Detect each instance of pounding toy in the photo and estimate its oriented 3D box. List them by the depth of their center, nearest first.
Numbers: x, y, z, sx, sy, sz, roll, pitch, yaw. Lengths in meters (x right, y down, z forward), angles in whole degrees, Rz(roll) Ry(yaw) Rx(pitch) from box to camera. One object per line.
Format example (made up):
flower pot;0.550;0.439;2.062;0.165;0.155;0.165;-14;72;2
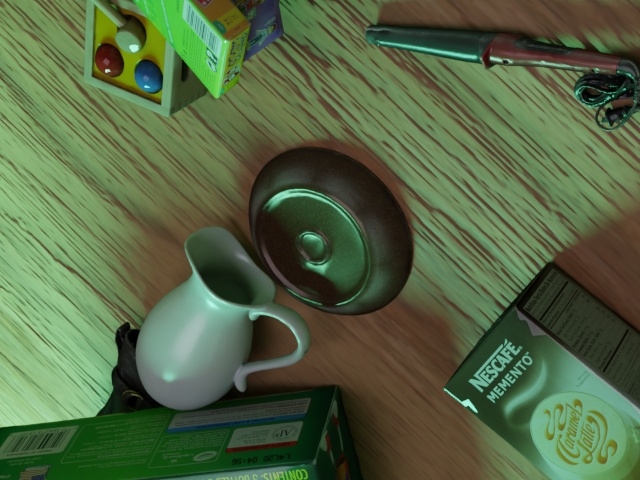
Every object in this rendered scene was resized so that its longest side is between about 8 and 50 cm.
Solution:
pounding toy;-0.190;-0.215;1.186;0.130;0.100;0.141;24;127;19

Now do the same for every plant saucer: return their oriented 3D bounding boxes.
plant saucer;0.000;0.000;1.230;0.199;0.036;0.198;16;124;24

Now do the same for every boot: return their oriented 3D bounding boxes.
boot;-0.186;0.250;1.462;0.263;0.091;0.229;38;128;7

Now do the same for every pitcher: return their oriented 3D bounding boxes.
pitcher;-0.111;0.113;1.306;0.178;0.125;0.207;41;129;13

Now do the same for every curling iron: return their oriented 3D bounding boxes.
curling iron;0.160;-0.156;1.035;0.274;0.035;0.068;18;124;24

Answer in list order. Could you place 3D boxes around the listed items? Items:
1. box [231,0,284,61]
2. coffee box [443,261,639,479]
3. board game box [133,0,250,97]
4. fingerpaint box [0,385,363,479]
box;-0.132;-0.314;1.007;0.201;0.057;0.293;41;160;28
coffee box;0.261;0.159;1.110;0.246;0.098;0.141;39;130;8
board game box;-0.160;-0.253;1.042;0.259;0.039;0.124;47;163;6
fingerpaint box;-0.160;0.393;1.388;0.445;0.163;0.371;-8;113;14
